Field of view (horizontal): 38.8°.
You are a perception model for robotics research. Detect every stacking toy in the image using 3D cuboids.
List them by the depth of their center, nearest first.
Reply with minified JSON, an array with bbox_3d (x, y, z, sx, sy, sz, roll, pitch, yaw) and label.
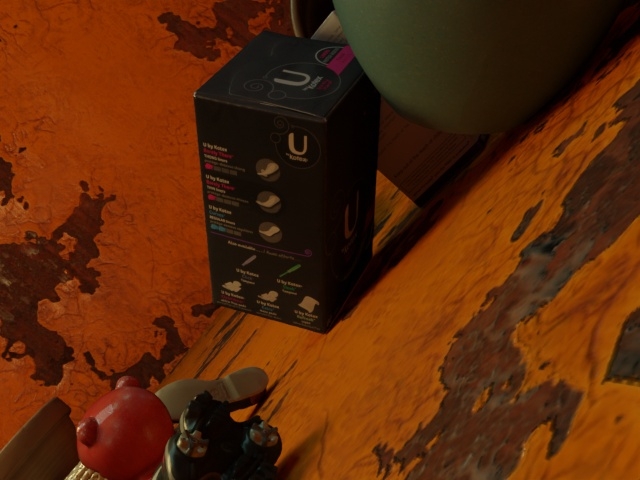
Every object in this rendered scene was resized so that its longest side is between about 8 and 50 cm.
[{"bbox_3d":[-0.266,0.282,0.862,0.280,0.130,0.309,-28,15,27],"label":"stacking toy"}]

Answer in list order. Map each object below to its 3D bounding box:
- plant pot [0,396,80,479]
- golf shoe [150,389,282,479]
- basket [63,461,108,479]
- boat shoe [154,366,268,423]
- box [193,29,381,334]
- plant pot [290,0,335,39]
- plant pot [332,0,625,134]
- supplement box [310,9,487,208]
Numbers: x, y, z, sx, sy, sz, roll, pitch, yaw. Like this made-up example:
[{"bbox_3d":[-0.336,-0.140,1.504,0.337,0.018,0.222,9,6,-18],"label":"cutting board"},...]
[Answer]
[{"bbox_3d":[-0.419,0.353,1.317,0.237,0.110,0.237,-53,0,0],"label":"plant pot"},{"bbox_3d":[-0.107,0.222,0.617,0.120,0.105,0.273,-65,-9,27],"label":"golf shoe"},{"bbox_3d":[-0.296,0.346,1.197,0.167,0.103,0.113,-50,4,4],"label":"basket"},{"bbox_3d":[-0.122,0.175,0.999,0.137,0.049,0.043,-13,-31,-26],"label":"boat shoe"},{"bbox_3d":[-0.028,-0.061,0.973,0.165,0.144,0.270,-57,-26,-47],"label":"box"},{"bbox_3d":[0.135,-0.292,1.301,0.323,0.323,0.280,-50,-12,-4],"label":"plant pot"},{"bbox_3d":[0.141,-0.213,0.846,0.290,0.290,0.195,-57,-27,-56],"label":"plant pot"},{"bbox_3d":[0.079,-0.164,1.036,0.114,0.220,0.111,-47,6,35],"label":"supplement box"}]
